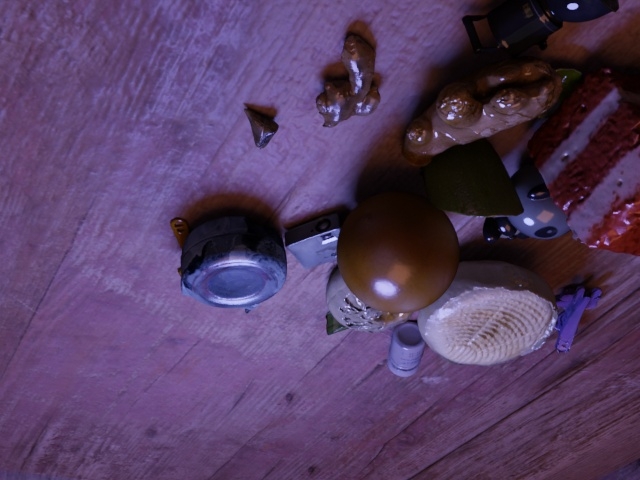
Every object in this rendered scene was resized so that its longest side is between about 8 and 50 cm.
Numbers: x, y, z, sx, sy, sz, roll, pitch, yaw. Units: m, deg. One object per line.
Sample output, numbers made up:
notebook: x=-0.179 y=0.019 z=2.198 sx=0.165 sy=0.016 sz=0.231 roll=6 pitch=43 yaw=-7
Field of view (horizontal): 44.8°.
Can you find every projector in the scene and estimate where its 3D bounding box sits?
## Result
projector: x=0.000 y=0.000 z=1.920 sx=0.147 sy=0.061 sz=0.115 roll=-20 pitch=141 yaw=17

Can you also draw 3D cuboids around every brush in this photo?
brush: x=-0.326 y=0.033 z=1.958 sx=0.103 sy=0.013 sz=0.272 roll=-8 pitch=141 yaw=2

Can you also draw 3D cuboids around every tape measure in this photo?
tape measure: x=-0.215 y=0.057 z=1.892 sx=0.256 sy=0.147 sz=0.275 roll=16 pitch=138 yaw=-32

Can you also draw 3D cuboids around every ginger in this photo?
ginger: x=0.051 y=-0.306 z=1.538 sx=0.133 sy=0.059 sz=0.214 roll=-11 pitch=144 yaw=0
ginger: x=0.292 y=-0.236 z=1.532 sx=0.166 sy=0.236 sz=0.375 roll=48 pitch=122 yaw=-3

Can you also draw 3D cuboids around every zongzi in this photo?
zongzi: x=-0.138 y=-0.233 z=1.627 sx=0.083 sy=0.040 sz=0.076 roll=24 pitch=141 yaw=-17

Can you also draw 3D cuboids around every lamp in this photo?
lamp: x=0.494 y=-0.079 z=1.797 sx=0.197 sy=0.198 sz=0.244 roll=16 pitch=148 yaw=-25
lamp: x=0.400 y=-0.413 z=1.405 sx=0.227 sy=0.147 sz=0.172 roll=-29 pitch=161 yaw=39

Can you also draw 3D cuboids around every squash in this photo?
squash: x=0.328 y=-0.089 z=1.690 sx=0.189 sy=0.260 sz=0.189 roll=-6 pitch=140 yaw=-5

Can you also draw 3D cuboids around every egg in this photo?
egg: x=0.175 y=0.027 z=1.779 sx=0.282 sy=0.283 sz=0.351 roll=-15 pitch=172 yaw=12

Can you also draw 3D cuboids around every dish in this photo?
dish: x=0.474 y=-0.313 z=1.602 sx=0.091 sy=0.039 sz=0.137 roll=-4 pitch=145 yaw=-12

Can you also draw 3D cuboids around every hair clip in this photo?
hair clip: x=0.732 y=0.209 z=2.275 sx=0.137 sy=0.090 sz=0.278 roll=9 pitch=134 yaw=2

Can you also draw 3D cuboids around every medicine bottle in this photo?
medicine bottle: x=0.259 y=0.326 z=2.337 sx=0.105 sy=0.105 sz=0.168 roll=-2 pitch=141 yaw=-5

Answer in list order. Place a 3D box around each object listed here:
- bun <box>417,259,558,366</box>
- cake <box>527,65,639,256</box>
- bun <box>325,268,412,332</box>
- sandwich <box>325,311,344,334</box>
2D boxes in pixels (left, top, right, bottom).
bun: x=0.439 y=0.172 z=2.087 sx=0.364 sy=0.202 sz=0.364 roll=-3 pitch=137 yaw=-3
cake: x=0.640 y=-0.156 z=1.577 sx=0.269 sy=0.319 sz=0.270 roll=3 pitch=141 yaw=-28
bun: x=0.150 y=0.158 z=2.075 sx=0.287 sy=0.146 sz=0.287 roll=-3 pitch=144 yaw=-2
sandwich: x=0.079 y=0.248 z=2.235 sx=0.074 sy=0.074 sz=0.116 roll=-33 pitch=135 yaw=31
